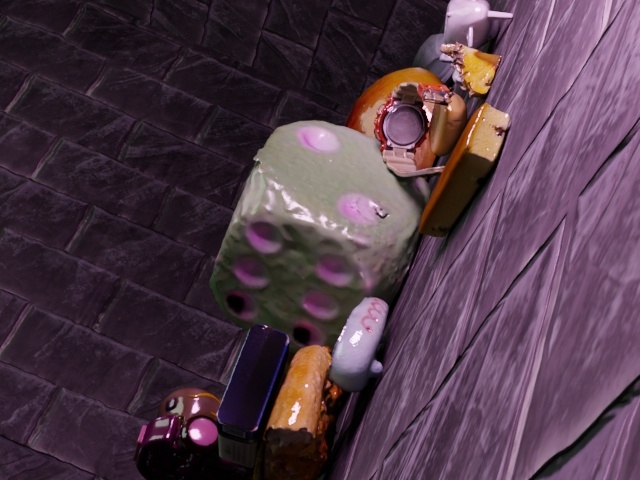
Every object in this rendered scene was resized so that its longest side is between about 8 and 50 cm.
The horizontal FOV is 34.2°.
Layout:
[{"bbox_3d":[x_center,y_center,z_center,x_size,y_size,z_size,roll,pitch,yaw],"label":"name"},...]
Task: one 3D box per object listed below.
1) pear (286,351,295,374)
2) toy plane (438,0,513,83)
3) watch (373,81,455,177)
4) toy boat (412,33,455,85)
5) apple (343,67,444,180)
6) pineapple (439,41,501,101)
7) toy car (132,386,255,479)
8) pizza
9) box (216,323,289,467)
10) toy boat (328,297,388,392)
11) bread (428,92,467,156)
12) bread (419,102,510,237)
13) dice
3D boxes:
[{"bbox_3d":[-0.056,0.281,2.260,0.211,0.188,0.228,122,169,-67],"label":"pear"},{"bbox_3d":[0.283,-0.402,1.919,0.245,0.118,0.244,4,-90,-87],"label":"toy plane"},{"bbox_3d":[0.173,-0.187,1.754,0.268,0.102,0.164,-169,84,-74],"label":"watch"},{"bbox_3d":[0.298,-0.438,2.559,0.319,0.092,0.141,-117,50,-79],"label":"toy boat"},{"bbox_3d":[0.162,-0.185,2.178,0.254,0.179,0.346,48,124,45],"label":"apple"},{"bbox_3d":[0.251,-0.296,1.734,0.077,0.114,0.114,-44,20,36],"label":"pineapple"},{"bbox_3d":[-0.175,0.380,2.025,0.271,0.341,0.240,116,169,-49],"label":"toy car"},{"bbox_3d":[-0.032,0.303,1.676,0.409,0.114,0.277,55,-132,-79],"label":"pizza"},{"bbox_3d":[-0.107,0.252,1.654,0.259,0.071,0.168,97,-167,-65],"label":"box"},{"bbox_3d":[0.074,0.168,1.634,0.208,0.079,0.134,-41,-31,-70],"label":"toy boat"},{"bbox_3d":[0.228,-0.207,1.842,0.082,0.056,0.115,-99,15,-53],"label":"bread"},{"bbox_3d":[0.191,-0.088,1.413,0.226,0.049,0.088,113,179,-61],"label":"bread"},{"bbox_3d":[0.000,0.000,1.889,0.330,0.318,0.322,-67,0,-52],"label":"dice"}]
